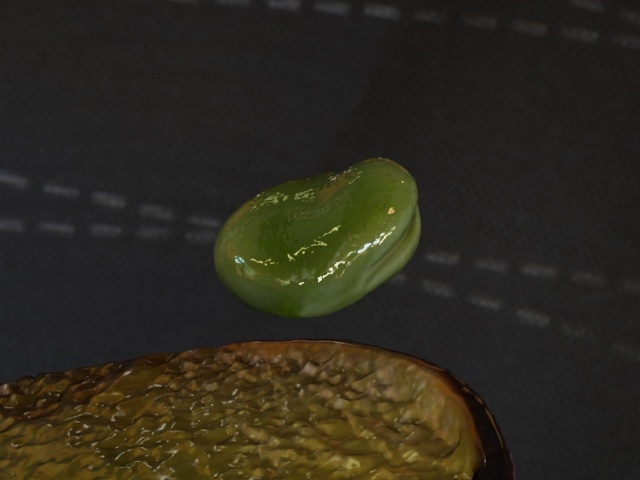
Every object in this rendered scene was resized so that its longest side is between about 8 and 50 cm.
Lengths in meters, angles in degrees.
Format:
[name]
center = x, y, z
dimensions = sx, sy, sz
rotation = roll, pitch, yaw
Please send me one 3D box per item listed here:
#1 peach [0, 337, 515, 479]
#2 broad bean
[peach]
center = -0.049, 0.097, 0.483
dimensions = 0.189, 0.068, 0.279
rotation = -24, 18, -18
[broad bean]
center = 0.000, 0.000, 0.651
dimensions = 0.083, 0.045, 0.063
rotation = -20, 53, 3
